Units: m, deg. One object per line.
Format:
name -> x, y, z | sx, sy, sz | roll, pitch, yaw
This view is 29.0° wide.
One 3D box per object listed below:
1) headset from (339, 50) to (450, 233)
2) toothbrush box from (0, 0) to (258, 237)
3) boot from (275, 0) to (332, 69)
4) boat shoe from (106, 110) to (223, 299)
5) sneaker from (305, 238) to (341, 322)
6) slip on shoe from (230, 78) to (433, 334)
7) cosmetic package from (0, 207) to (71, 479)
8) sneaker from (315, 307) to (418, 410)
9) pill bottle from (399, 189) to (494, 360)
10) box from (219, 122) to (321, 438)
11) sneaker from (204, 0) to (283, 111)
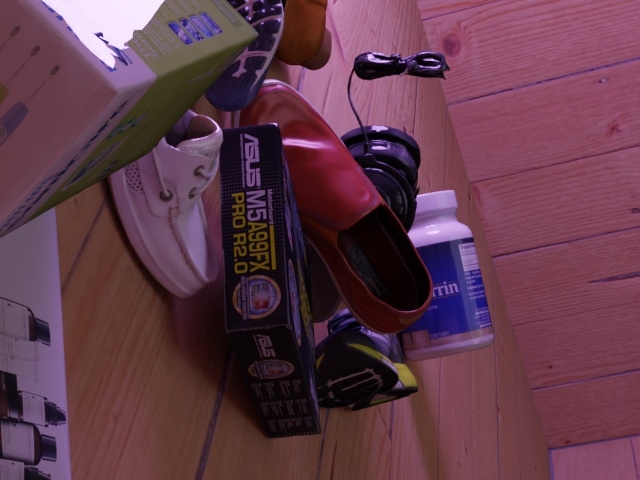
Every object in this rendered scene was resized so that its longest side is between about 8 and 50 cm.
headset -> 0.102, -0.080, 1.763 | 0.243, 0.185, 0.394 | -78, 163, -60
toothbrush box -> -0.175, -0.135, 0.701 | 0.206, 0.122, 0.283 | 45, 17, -3
boot -> -0.044, -0.376, 1.617 | 0.211, 0.104, 0.295 | 23, 59, -73
boat shoe -> -0.128, -0.072, 1.041 | 0.098, 0.096, 0.277 | -86, 160, -57
sneaker -> 0.000, 0.000, 1.508 | 0.118, 0.083, 0.222 | 53, 31, -70
slip on shoe -> 0.020, -0.040, 1.381 | 0.331, 0.123, 0.101 | 57, -25, -8
cosmetic package -> -0.200, 0.043, 0.739 | 0.099, 0.060, 0.239 | 43, 37, -67
sneaker -> 0.040, 0.140, 1.542 | 0.300, 0.111, 0.121 | 47, 22, -73
pill bottle -> 0.188, 0.057, 2.043 | 0.153, 0.153, 0.265 | 2, 75, -75
box -> -0.047, 0.048, 1.221 | 0.270, 0.060, 0.216 | 78, 6, -59
sneaker -> -0.079, -0.235, 1.357 | 0.122, 0.110, 0.283 | 68, 17, -48
